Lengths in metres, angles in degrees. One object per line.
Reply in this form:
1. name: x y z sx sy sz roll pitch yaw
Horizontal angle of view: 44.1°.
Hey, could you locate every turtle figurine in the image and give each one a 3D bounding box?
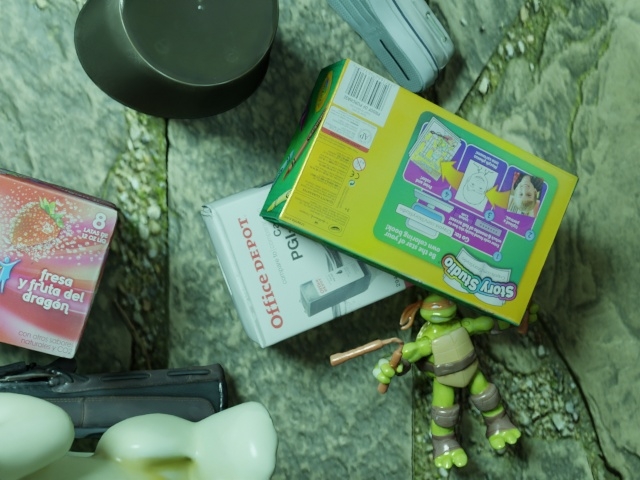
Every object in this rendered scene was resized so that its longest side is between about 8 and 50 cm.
1. turtle figurine: 0.142 0.149 0.911 0.270 0.087 0.217 -22 107 -21

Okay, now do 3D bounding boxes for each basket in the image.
1. basket: -0.123 -0.195 0.729 0.205 0.227 0.154 4 95 -17

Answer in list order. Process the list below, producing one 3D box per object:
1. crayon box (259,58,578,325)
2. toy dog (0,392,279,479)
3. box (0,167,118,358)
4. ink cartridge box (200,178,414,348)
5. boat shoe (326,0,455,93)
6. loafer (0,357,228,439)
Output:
1. crayon box: 0.101 -0.042 0.789 0.279 0.081 0.165 24 87 -17
2. toy dog: -0.286 0.240 0.632 0.408 0.395 0.284 13 82 -28
3. box: -0.351 -0.009 0.724 0.300 0.154 0.142 17 90 -15
4. ink cartridge box: 0.000 0.000 0.854 0.218 0.092 0.158 -21 100 -12
5. boat shoe: 0.064 -0.268 0.860 0.076 0.083 0.226 -48 117 -19
6. loafer: -0.240 0.158 0.809 0.303 0.109 0.095 11 73 -22
